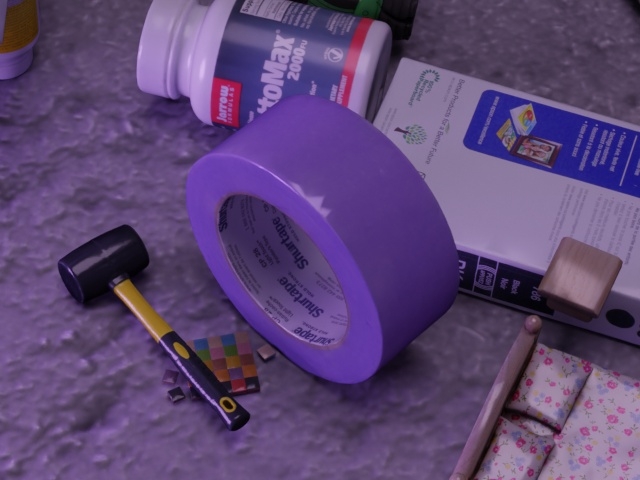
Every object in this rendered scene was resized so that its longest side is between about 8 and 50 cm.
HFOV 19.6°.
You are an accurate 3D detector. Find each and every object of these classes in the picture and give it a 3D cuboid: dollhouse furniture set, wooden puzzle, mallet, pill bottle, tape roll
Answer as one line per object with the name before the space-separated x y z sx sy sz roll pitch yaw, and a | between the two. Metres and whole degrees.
dollhouse furniture set | 0.229 0.168 1.128 0.303 0.174 0.355 22 64 12
wooden puzzle | -0.072 0.089 1.310 0.083 0.006 0.049 -8 53 -9
mallet | -0.105 0.059 1.309 0.062 0.039 0.190 -38 62 -25
pill bottle | -0.250 -0.181 1.437 0.065 0.116 0.065 2 52 -2
pill bottle | -0.044 -0.133 1.420 0.180 0.108 0.108 13 53 7
tape roll | 0.000 0.000 1.269 0.189 0.189 0.080 38 60 23

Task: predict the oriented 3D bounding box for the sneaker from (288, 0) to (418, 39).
sneaker | -0.010 -0.316 1.537 0.146 0.134 0.343 0 52 -13

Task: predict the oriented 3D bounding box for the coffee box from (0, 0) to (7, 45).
coffee box | -0.438 -0.310 1.318 0.338 0.337 0.334 -15 51 18

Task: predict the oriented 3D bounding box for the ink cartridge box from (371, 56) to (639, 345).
ink cartridge box | 0.190 -0.020 1.376 0.333 0.065 0.165 17 53 11

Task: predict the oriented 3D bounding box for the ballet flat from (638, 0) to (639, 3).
ballet flat | 0.294 -0.227 1.531 0.086 0.086 0.248 -13 54 -13
